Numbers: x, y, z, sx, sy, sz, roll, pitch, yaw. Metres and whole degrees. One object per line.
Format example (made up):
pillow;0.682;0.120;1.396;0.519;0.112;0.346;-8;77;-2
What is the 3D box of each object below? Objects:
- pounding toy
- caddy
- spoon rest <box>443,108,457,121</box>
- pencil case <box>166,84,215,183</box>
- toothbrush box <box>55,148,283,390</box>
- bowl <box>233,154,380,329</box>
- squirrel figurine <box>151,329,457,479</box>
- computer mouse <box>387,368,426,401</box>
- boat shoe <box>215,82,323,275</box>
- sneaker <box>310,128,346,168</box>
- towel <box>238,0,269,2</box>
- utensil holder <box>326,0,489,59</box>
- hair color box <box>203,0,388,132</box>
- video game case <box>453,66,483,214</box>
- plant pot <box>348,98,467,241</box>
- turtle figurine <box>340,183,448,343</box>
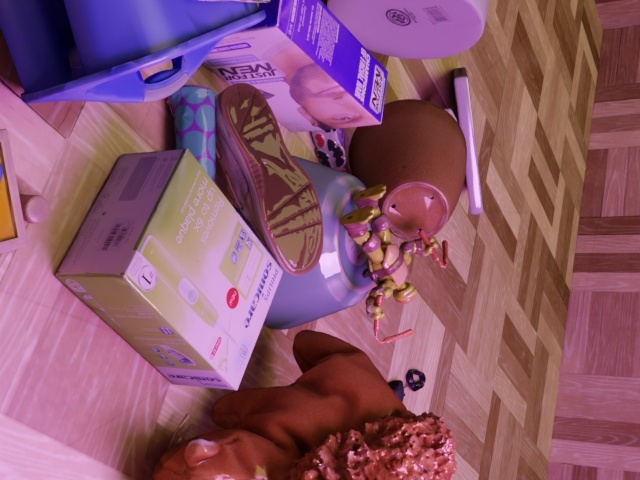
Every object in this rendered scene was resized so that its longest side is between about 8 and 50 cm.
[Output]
pounding toy;-0.358;-0.024;0.891;0.206;0.094;0.181;-22;108;-57
caddy;-0.216;-0.256;1.001;0.341;0.241;0.179;-43;120;-51
spoon rest;0.221;-0.181;1.921;0.276;0.084;0.137;-60;138;-21
pencil case;-0.186;-0.144;1.216;0.064;0.070;0.152;136;-48;-84
toothbrush box;-0.191;0.045;1.149;0.283;0.122;0.206;58;43;-44
bowl;0.000;0.000;1.436;0.311;0.163;0.312;3;87;-59
squirrel figurine;-0.026;0.321;1.173;0.370;0.396;0.281;-5;104;-47
computer mouse;0.190;0.335;1.868;0.242;0.041;0.071;-15;101;-60
boat shoe;-0.090;-0.087;1.288;0.109;0.098;0.303;-29;98;-34
sneaker;0.010;-0.218;1.576;0.071;0.068;0.170;-75;158;-53
towel;-0.110;-0.326;0.947;0.152;0.023;0.113;-23;98;-56
utensil holder;0.188;-0.594;1.630;0.327;0.327;0.386;32;65;-55
hair color box;-0.048;-0.289;1.340;0.338;0.185;0.110;28;66;-56
video game case;0.368;-0.257;2.102;0.300;0.036;0.329;-61;143;-72
plant pot;0.169;-0.108;1.574;0.254;0.237;0.237;-85;159;-60
turtle figurine;0.114;0.021;1.384;0.269;0.087;0.217;-48;122;-38
